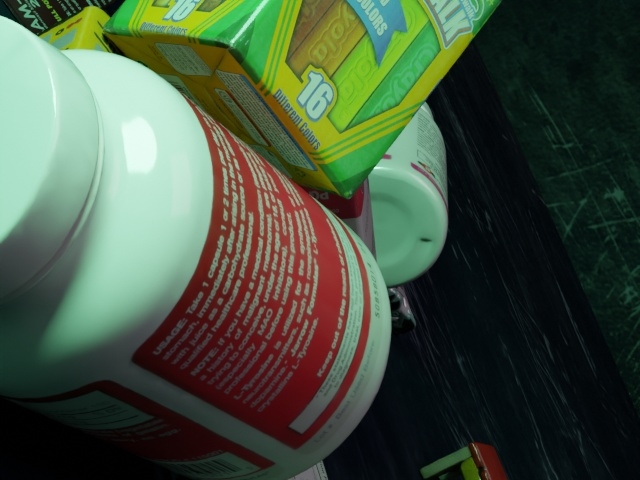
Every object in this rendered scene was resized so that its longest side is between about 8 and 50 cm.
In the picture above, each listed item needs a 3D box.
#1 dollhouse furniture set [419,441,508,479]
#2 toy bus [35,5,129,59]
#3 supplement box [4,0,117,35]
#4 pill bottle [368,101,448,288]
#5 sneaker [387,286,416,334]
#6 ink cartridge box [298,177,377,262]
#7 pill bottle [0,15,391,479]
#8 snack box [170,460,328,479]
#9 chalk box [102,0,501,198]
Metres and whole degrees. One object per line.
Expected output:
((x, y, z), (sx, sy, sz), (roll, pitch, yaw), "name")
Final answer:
((0.275, 0.399, 1.905), (0.201, 0.152, 0.374), (26, 40, -64), "dollhouse furniture set")
((-0.136, -0.033, 1.416), (0.333, 0.108, 0.130), (54, 18, -27), "toy bus")
((-0.160, -0.275, 1.493), (0.073, 0.239, 0.130), (54, 18, -23), "supplement box")
((0.069, -0.076, 2.016), (0.160, 0.160, 0.283), (56, 18, -22), "pill bottle")
((0.079, 0.063, 2.055), (0.098, 0.038, 0.069), (58, 13, -49), "sneaker")
((0.000, 0.000, 1.646), (0.172, 0.100, 0.237), (-84, 169, -62), "ink cartridge box")
((-0.132, 0.015, 1.142), (0.407, 0.229, 0.229), (38, 29, -56), "pill bottle")
((-0.035, 0.252, 1.362), (0.187, 0.060, 0.322), (34, 32, -58), "snack box")
((0.008, -0.207, 1.357), (0.179, 0.289, 0.180), (17, -26, 49), "chalk box")
